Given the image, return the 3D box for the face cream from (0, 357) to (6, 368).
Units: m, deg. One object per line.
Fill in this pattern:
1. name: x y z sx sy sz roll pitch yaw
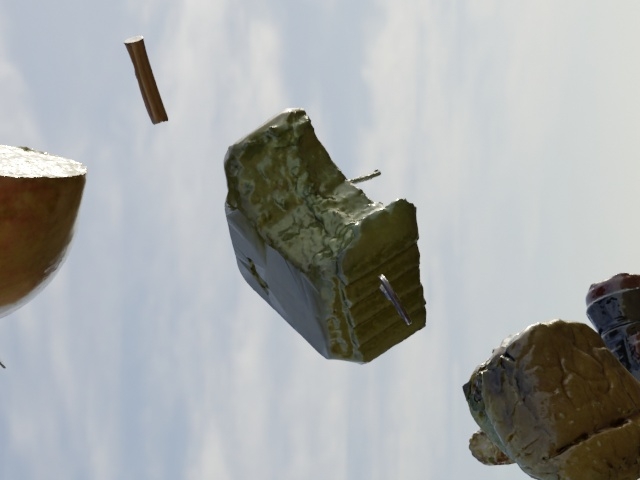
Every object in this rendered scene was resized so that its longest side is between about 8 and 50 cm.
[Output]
1. face cream: -0.576 0.041 2.374 0.385 0.086 0.135 49 178 -40

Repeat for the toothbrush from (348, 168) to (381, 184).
1. toothbrush: 0.003 -0.063 2.167 0.294 0.026 0.028 -27 -86 -58

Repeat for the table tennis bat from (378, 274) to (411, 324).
1. table tennis bat: 0.064 0.050 1.523 0.050 0.007 0.083 59 178 -11

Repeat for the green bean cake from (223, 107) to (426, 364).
1. green bean cake: 0.000 0.000 1.875 0.124 0.236 0.233 -32 -38 -21

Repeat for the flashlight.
1. flashlight: 0.370 0.155 1.969 0.093 0.093 0.232 65 -167 -63

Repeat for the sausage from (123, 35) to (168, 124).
1. sausage: -0.209 -0.192 2.062 0.026 0.026 0.116 -72 -30 -56

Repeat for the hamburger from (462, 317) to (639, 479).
1. hamburger: 0.253 0.166 1.736 0.183 0.206 0.130 -14 -44 -40

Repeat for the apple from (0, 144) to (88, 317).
1. apple: -0.438 -0.027 1.967 0.314 0.309 0.252 109 174 -52

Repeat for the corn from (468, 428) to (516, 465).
1. corn: 0.278 0.240 2.173 0.237 0.079 0.079 -10 -79 -48
